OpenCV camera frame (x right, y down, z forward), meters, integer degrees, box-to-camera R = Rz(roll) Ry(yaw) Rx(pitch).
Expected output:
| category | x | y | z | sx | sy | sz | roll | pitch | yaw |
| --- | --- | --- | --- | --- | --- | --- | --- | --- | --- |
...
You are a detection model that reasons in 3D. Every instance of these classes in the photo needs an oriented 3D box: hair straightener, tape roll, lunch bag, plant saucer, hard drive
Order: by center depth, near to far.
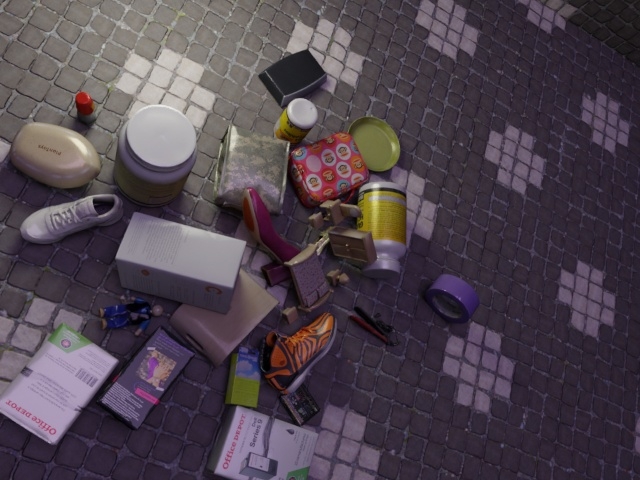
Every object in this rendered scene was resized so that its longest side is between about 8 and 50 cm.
| category | x | y | z | sx | sy | sz | roll | pitch | yaw |
| --- | --- | --- | --- | --- | --- | --- | --- | --- | --- |
| lunch bag | -0.244 | -0.224 | 1.984 | 0.235 | 0.169 | 0.287 | 13 | 65 | -20 |
| hair straightener | 0.215 | 0.307 | 2.086 | 0.230 | 0.047 | 0.089 | 35 | 64 | -10 |
| lunch bag | 0.036 | -0.252 | 2.140 | 0.293 | 0.120 | 0.258 | -24 | 85 | -28 |
| tape roll | 0.501 | 0.223 | 2.156 | 0.189 | 0.189 | 0.080 | 46 | 63 | -5 |
| hard drive | -0.102 | -0.651 | 2.241 | 0.254 | 0.054 | 0.172 | -37 | 91 | -28 |
| plant saucer | 0.210 | -0.387 | 2.305 | 0.240 | 0.037 | 0.241 | 7 | 72 | -21 |

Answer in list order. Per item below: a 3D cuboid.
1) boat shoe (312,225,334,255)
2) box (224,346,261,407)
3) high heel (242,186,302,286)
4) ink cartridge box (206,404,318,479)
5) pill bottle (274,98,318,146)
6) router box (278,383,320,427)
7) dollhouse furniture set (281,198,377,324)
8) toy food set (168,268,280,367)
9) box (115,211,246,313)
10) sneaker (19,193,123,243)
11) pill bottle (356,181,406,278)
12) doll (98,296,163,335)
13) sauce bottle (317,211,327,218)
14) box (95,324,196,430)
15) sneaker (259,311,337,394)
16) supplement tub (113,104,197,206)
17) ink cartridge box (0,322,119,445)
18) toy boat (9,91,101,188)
| category | x | y | z | sx | sy | sz | roll | pitch | yaw |
| --- | --- | --- | --- | --- | --- | --- | --- | --- | --- |
| boat shoe | -0.001 | 0.001 | 2.084 | 0.048 | 0.056 | 0.153 | 41 | 70 | -12 |
| box | -0.244 | 0.441 | 1.829 | 0.109 | 0.042 | 0.178 | 24 | 63 | -40 |
| high heel | -0.145 | -0.031 | 1.929 | 0.181 | 0.127 | 0.377 | -25 | 123 | -21 |
| ink cartridge box | -0.180 | 0.660 | 1.763 | 0.289 | 0.121 | 0.211 | 24 | 66 | -15 |
| pill bottle | -0.098 | -0.421 | 2.080 | 0.117 | 0.215 | 0.117 | 7 | 71 | -21 |
| router box | -0.070 | 0.546 | 1.894 | 0.092 | 0.038 | 0.122 | -32 | 88 | -29 |
| dollhouse furniture set | 0.012 | 0.077 | 1.910 | 0.355 | 0.173 | 0.303 | -38 | 125 | -36 |
| toy food set | -0.311 | 0.234 | 1.870 | 0.219 | 0.092 | 0.306 | 41 | 61 | 6 |
| box | -0.423 | 0.074 | 1.741 | 0.345 | 0.215 | 0.168 | 16 | 60 | -6 |
| sneaker | -0.755 | -0.083 | 1.728 | 0.305 | 0.152 | 0.114 | -21 | 86 | -26 |
| pill bottle | 0.227 | -0.035 | 2.118 | 0.187 | 0.188 | 0.334 | 11 | 70 | -20 |
| doll | -0.583 | 0.234 | 1.763 | 0.188 | 0.046 | 0.129 | -8 | 68 | -32 |
| sauce bottle | 0.048 | -0.100 | 2.143 | 0.128 | 0.042 | 0.042 | -10 | 78 | -24 |
| box | -0.515 | 0.404 | 1.672 | 0.143 | 0.165 | 0.270 | 40 | 62 | -7 |
| sneaker | -0.078 | 0.335 | 1.884 | 0.180 | 0.124 | 0.321 | 50 | 60 | -25 |
| supplement tub | -0.520 | -0.261 | 1.785 | 0.235 | 0.325 | 0.236 | 7 | 72 | -22 |
| ink cartridge box | -0.739 | 0.405 | 1.603 | 0.198 | 0.115 | 0.273 | 38 | 63 | -8 |
| toy boat | -0.800 | -0.316 | 1.799 | 0.267 | 0.148 | 0.318 | 25 | 73 | -9 |
